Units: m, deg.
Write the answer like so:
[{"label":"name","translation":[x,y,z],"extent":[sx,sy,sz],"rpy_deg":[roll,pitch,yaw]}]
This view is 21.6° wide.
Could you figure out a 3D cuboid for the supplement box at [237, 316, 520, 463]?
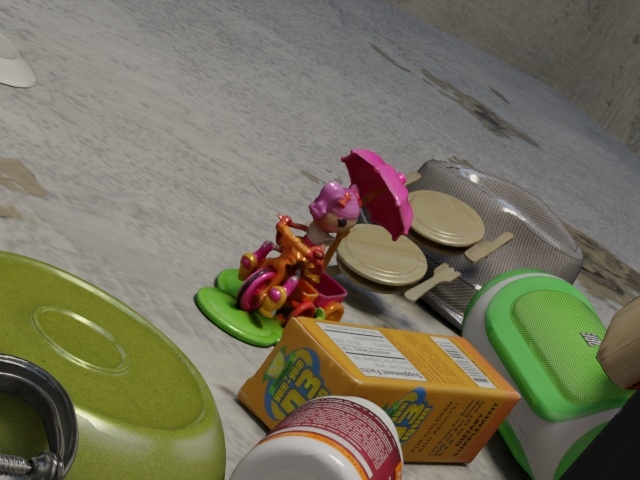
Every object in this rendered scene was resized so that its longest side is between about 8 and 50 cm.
[{"label":"supplement box","translation":[0.048,0.112,1.223],"extent":[0.233,0.078,0.080],"rpy_deg":[12,29,-52]}]

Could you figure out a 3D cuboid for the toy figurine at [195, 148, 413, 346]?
[{"label":"toy figurine","translation":[0.000,0.000,1.320],"extent":[0.130,0.159,0.173],"rpy_deg":[41,17,28]}]

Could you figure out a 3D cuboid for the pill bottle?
[{"label":"pill bottle","translation":[0.002,0.142,1.015],"extent":[0.086,0.086,0.152],"rpy_deg":[35,15,7]}]

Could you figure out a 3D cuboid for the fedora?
[{"label":"fedora","translation":[0.172,0.008,1.716],"extent":[0.275,0.124,0.244],"rpy_deg":[42,18,32]}]

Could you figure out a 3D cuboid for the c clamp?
[{"label":"c clamp","translation":[-0.190,0.098,0.851],"extent":[0.161,0.022,0.137],"rpy_deg":[9,33,-35]}]

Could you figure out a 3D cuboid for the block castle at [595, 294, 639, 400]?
[{"label":"block castle","translation":[0.419,0.185,1.226],"extent":[0.453,0.213,0.303],"rpy_deg":[60,20,11]}]

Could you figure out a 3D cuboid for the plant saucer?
[{"label":"plant saucer","translation":[-0.152,0.072,1.016],"extent":[0.241,0.037,0.241],"rpy_deg":[31,15,-10]}]

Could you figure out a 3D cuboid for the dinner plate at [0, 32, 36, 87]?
[{"label":"dinner plate","translation":[-0.318,-0.184,1.528],"extent":[0.141,0.017,0.141],"rpy_deg":[29,16,-10]}]

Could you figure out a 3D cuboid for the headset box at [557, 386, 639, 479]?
[{"label":"headset box","translation":[0.211,0.220,0.852],"extent":[0.246,0.283,0.131],"rpy_deg":[42,2,28]}]

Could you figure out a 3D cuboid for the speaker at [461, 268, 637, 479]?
[{"label":"speaker","translation":[0.208,0.133,1.395],"extent":[0.131,0.131,0.296],"rpy_deg":[27,16,-22]}]

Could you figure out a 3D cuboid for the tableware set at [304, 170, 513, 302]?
[{"label":"tableware set","translation":[0.082,0.007,1.562],"extent":[0.128,0.039,0.194],"rpy_deg":[35,35,22]}]
